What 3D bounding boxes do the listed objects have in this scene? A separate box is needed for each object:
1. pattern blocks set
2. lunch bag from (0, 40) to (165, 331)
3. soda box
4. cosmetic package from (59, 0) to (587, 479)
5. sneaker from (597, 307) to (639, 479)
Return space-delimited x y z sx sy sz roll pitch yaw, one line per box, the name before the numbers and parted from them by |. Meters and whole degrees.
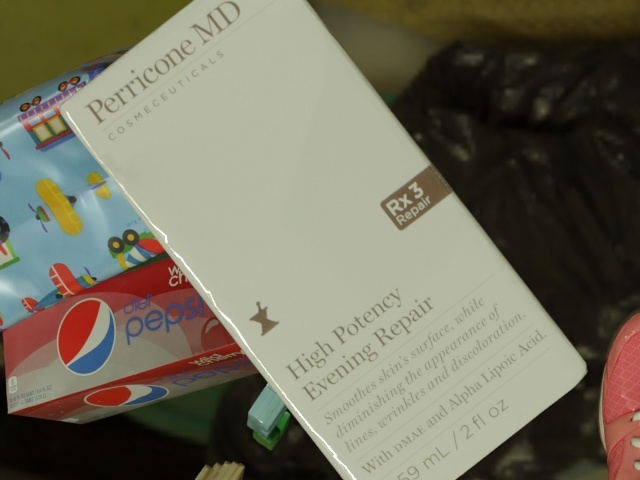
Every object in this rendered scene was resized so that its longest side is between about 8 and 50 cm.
pattern blocks set | -0.114 0.232 1.104 0.026 0.325 0.285 33 154 6
lunch bag | -0.193 -0.071 1.198 0.221 0.293 0.138 -26 110 15
soda box | -0.118 0.069 1.230 0.263 0.083 0.092 -19 158 29
cosmetic package | 0.000 0.000 0.714 0.117 0.231 0.085 -39 -179 -3
sneaker | 0.274 0.202 1.231 0.116 0.313 0.136 0 173 7
